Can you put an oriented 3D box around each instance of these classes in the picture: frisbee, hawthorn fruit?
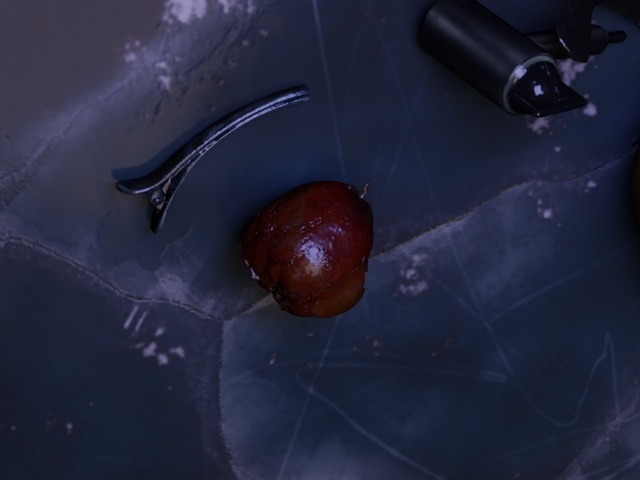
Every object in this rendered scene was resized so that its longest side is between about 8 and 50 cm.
[{"bbox_3d":[0.283,-0.289,1.419,0.211,0.012,0.187,-36,102,-45],"label":"frisbee"},{"bbox_3d":[0.000,0.000,1.439,0.148,0.148,0.172,44,76,-26],"label":"hawthorn fruit"}]

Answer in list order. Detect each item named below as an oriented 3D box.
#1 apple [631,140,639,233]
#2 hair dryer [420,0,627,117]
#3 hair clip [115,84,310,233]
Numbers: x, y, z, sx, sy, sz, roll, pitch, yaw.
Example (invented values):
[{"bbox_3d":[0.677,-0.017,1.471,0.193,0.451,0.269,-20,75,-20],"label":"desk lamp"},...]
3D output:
[{"bbox_3d":[0.554,-0.060,1.460,0.400,0.333,0.400,-6,112,-15],"label":"apple"},{"bbox_3d":[0.260,-0.200,1.423,0.248,0.195,0.078,-14,132,-33],"label":"hair dryer"},{"bbox_3d":[-0.109,-0.103,1.418,0.229,0.039,0.070,-38,115,0],"label":"hair clip"}]
